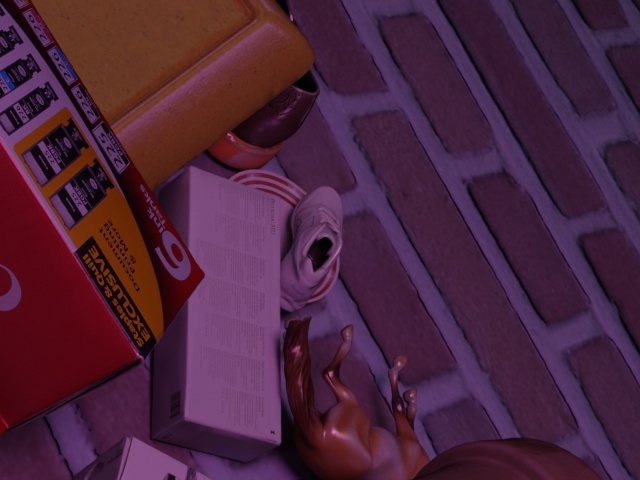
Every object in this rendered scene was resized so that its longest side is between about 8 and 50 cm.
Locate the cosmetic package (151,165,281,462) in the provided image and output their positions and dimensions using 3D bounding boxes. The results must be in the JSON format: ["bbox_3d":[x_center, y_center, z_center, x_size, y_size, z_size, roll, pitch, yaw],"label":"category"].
[{"bbox_3d":[-0.089,0.063,1.565,0.099,0.060,0.239,18,56,-30],"label":"cosmetic package"}]

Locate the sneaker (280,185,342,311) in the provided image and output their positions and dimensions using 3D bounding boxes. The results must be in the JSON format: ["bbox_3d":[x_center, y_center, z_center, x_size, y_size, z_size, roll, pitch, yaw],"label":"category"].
[{"bbox_3d":[0.000,0.000,1.679,0.053,0.061,0.152,36,42,-16],"label":"sneaker"}]

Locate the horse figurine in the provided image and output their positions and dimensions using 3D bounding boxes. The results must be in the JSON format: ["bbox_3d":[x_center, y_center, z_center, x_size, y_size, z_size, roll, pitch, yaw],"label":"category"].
[{"bbox_3d":[0.040,0.165,1.599,0.263,0.066,0.174,35,41,-41],"label":"horse figurine"}]

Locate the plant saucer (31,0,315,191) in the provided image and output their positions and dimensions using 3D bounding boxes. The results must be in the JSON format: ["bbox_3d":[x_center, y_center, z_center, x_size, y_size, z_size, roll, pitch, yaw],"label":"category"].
[{"bbox_3d":[-0.207,-0.206,1.554,0.332,0.081,0.333,-40,91,-24],"label":"plant saucer"}]

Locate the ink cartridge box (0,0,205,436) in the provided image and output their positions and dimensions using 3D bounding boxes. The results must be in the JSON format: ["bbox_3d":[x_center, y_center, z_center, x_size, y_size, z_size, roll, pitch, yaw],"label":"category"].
[{"bbox_3d":[-0.243,-0.032,1.345,0.309,0.130,0.272,58,17,-10],"label":"ink cartridge box"}]

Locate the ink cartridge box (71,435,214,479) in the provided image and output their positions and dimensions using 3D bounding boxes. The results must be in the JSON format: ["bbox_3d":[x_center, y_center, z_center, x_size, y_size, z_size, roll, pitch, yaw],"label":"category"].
[{"bbox_3d":[-0.121,0.220,1.406,0.135,0.099,0.056,31,46,-20],"label":"ink cartridge box"}]

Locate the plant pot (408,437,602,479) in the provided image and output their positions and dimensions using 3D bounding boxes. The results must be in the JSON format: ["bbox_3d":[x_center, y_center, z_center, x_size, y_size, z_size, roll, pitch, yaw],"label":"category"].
[{"bbox_3d":[0.082,0.280,1.388,0.229,0.263,0.263,6,58,-38],"label":"plant pot"}]

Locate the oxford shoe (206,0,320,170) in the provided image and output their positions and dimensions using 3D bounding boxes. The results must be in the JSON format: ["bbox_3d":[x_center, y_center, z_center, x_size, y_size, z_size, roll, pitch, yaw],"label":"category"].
[{"bbox_3d":[-0.099,-0.254,1.740,0.130,0.132,0.364,-13,71,-46],"label":"oxford shoe"}]

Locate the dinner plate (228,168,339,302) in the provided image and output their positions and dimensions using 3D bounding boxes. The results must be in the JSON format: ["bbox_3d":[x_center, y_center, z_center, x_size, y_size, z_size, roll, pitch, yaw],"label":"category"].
[{"bbox_3d":[-0.042,-0.002,1.699,0.141,0.017,0.141,22,49,-28],"label":"dinner plate"}]
